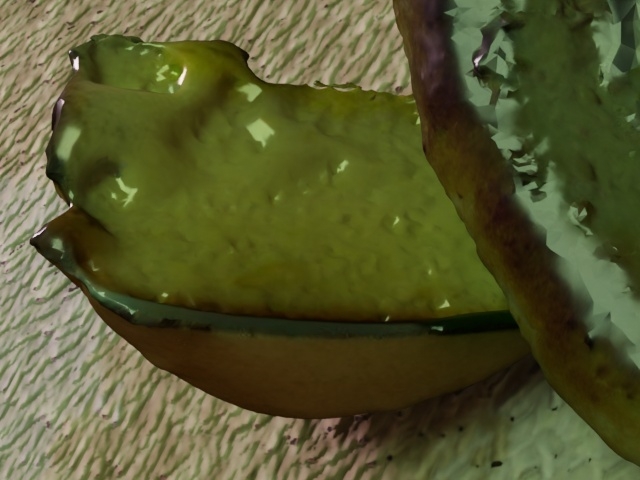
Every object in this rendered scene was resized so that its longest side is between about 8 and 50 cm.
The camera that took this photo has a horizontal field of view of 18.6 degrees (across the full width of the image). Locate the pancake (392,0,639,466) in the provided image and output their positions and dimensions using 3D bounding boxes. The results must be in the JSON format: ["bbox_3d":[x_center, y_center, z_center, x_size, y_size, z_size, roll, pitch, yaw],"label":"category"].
[{"bbox_3d":[0.162,-0.104,0.780,0.305,0.067,0.426,5,79,32],"label":"pancake"}]

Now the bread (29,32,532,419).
[{"bbox_3d":[-0.007,0.004,0.897,0.252,0.133,0.174,3,54,-9],"label":"bread"}]
